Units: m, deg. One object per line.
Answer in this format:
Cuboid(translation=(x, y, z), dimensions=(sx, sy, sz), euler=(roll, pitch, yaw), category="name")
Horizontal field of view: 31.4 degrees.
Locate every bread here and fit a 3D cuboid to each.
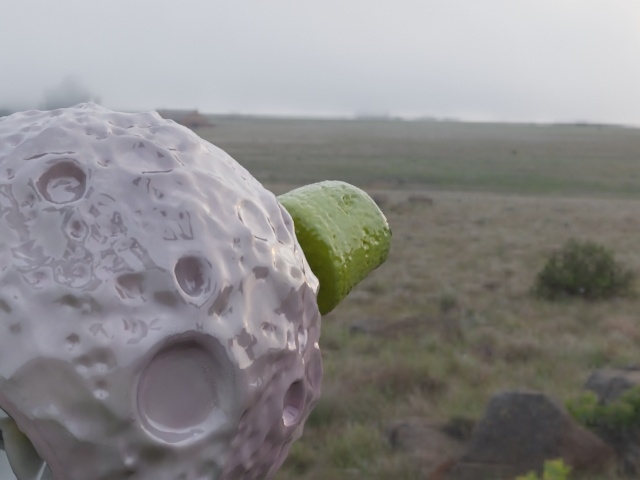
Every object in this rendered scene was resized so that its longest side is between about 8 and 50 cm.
Cuboid(translation=(0.000, 0.000, 1.153), dimensions=(0.114, 0.129, 0.111), euler=(-32, -12, -38), category="bread")

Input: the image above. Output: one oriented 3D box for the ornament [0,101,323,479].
Cuboid(translation=(-0.120, 0.049, 0.637), dimensions=(0.259, 0.259, 0.225), euler=(4, 36, 32), category="ornament")
